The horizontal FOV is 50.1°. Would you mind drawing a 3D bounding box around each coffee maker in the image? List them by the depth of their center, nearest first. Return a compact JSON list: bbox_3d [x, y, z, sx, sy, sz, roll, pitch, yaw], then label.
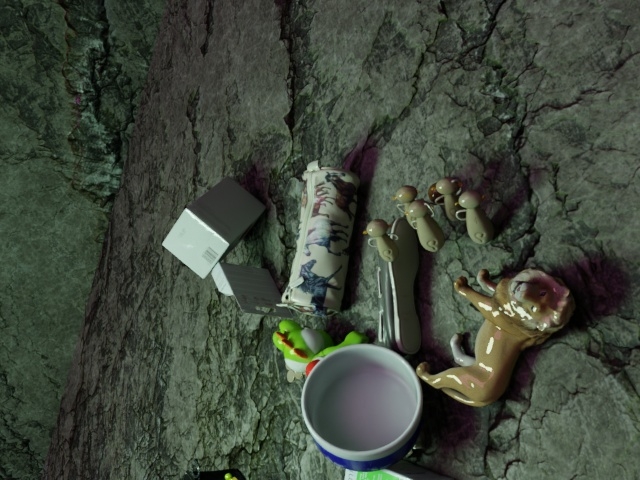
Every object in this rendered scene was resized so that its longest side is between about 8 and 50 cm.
[{"bbox_3d":[-0.319,0.746,2.067,0.171,0.178,0.120,-59,43,27],"label":"coffee maker"}]

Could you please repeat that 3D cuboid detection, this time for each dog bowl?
[{"bbox_3d":[0.095,0.369,1.519,0.104,0.264,0.265,77,171,-50],"label":"dog bowl"}]

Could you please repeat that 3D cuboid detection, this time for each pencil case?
[{"bbox_3d":[0.000,0.000,1.858,0.159,0.183,0.411,4,83,36],"label":"pencil case"}]

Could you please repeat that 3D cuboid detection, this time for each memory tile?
[{"bbox_3d":[-0.055,0.339,1.975,0.148,0.012,0.113,-36,53,41],"label":"memory tile"}]

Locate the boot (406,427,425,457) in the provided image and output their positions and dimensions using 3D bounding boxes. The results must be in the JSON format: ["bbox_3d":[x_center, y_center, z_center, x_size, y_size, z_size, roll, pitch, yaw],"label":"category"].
[{"bbox_3d":[0.193,0.462,1.588,0.118,0.042,0.087,-43,51,38],"label":"boot"}]

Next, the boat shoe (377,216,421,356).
[{"bbox_3d":[0.175,0.113,1.655,0.095,0.112,0.336,-14,73,46],"label":"boat shoe"}]

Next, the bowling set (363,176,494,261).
[{"bbox_3d":[0.239,-0.083,1.549,0.286,0.154,0.200,-14,46,18],"label":"bowling set"}]

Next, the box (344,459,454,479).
[{"bbox_3d":[0.160,0.629,1.515,0.231,0.126,0.262,3,83,51],"label":"box"}]

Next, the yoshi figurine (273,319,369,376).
[{"bbox_3d":[0.032,0.329,1.775,0.362,0.203,0.203,38,151,36],"label":"yoshi figurine"}]

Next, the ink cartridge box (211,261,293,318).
[{"bbox_3d":[-0.209,0.165,2.082,0.066,0.189,0.232,-56,43,28],"label":"ink cartridge box"}]

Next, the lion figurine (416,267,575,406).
[{"bbox_3d":[0.356,0.212,1.393,0.240,0.142,0.392,39,125,42],"label":"lion figurine"}]

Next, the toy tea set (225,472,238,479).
[{"bbox_3d":[-0.135,0.774,1.878,0.336,0.124,0.200,41,148,31],"label":"toy tea set"}]

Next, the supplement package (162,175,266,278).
[{"bbox_3d":[-0.334,-0.049,2.203,0.177,0.175,0.293,-50,2,33],"label":"supplement package"}]
